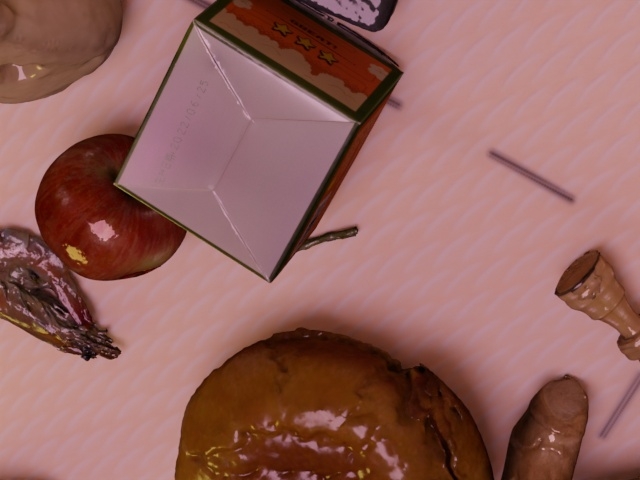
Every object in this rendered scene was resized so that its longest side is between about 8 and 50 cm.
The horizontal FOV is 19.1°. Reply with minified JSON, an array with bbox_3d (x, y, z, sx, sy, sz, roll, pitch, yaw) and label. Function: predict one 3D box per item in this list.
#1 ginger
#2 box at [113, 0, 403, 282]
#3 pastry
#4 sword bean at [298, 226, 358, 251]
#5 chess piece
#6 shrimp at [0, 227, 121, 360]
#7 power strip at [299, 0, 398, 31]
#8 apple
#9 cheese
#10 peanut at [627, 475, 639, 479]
[{"bbox_3d":[0.216,0.223,1.842,0.069,0.190,0.095,21,161,-38],"label":"ginger"},{"bbox_3d":[-0.055,-0.105,1.745,0.177,0.148,0.195,32,122,5],"label":"box"},{"bbox_3d":[0.010,0.251,1.902,0.356,0.164,0.356,9,121,15],"label":"pastry"},{"bbox_3d":[0.000,0.000,1.862,0.083,0.012,0.012,-16,110,26],"label":"sword bean"},{"bbox_3d":[0.298,0.086,1.783,0.172,0.060,0.060,44,121,-11],"label":"chess piece"},{"bbox_3d":[-0.284,0.063,1.970,0.190,0.042,0.101,39,114,-3],"label":"shrimp"},{"bbox_3d":[-0.040,-0.285,1.694,0.256,0.070,0.105,23,119,3],"label":"power strip"},{"bbox_3d":[-0.204,-0.030,1.840,0.146,0.146,0.131,41,138,-5],"label":"apple"},{"bbox_3d":[-0.309,-0.211,1.741,0.173,0.251,0.248,-35,117,30],"label":"cheese"},{"bbox_3d":[0.319,0.270,1.840,0.120,0.110,0.236,47,119,1],"label":"peanut"}]
